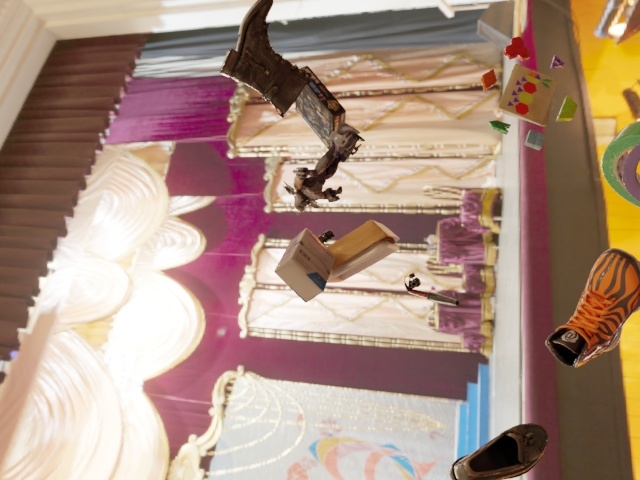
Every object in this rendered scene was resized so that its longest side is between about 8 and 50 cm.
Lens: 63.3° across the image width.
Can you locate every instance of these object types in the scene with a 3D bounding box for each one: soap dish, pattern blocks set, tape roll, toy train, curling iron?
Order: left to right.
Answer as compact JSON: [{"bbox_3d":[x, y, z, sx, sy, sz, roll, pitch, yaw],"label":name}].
[{"bbox_3d":[0.000,0.000,1.835,0.158,0.027,0.036,-37,-79,-50],"label":"toy train"},{"bbox_3d":[0.129,0.040,1.863,0.118,0.290,0.229,61,-164,13],"label":"soap dish"},{"bbox_3d":[0.334,0.160,1.599,0.274,0.035,0.068,-153,47,-67],"label":"curling iron"},{"bbox_3d":[0.609,-0.429,1.523,0.325,0.285,0.026,-56,-8,-17],"label":"pattern blocks set"},{"bbox_3d":[1.013,-0.212,1.543,0.077,0.321,0.321,-46,-31,-16],"label":"tape roll"},{"bbox_3d":[0.905,-0.183,1.369,0.080,0.189,0.189,-11,-77,-57],"label":"tape roll"}]

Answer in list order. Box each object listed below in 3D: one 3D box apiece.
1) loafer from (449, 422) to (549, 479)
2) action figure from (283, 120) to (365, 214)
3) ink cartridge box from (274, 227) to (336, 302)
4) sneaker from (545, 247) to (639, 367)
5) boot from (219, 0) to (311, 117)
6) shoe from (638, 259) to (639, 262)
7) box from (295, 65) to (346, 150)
[{"bbox_3d":[0.411,0.474,1.147,0.096,0.267,0.084,58,152,32],"label":"loafer"},{"bbox_3d":[0.009,-0.191,1.448,0.285,0.099,0.185,-55,-31,5],"label":"action figure"},{"bbox_3d":[-0.044,0.076,1.650,0.148,0.086,0.203,46,-152,-12],"label":"ink cartridge box"},{"bbox_3d":[0.623,0.178,1.184,0.180,0.124,0.321,-26,-52,-25],"label":"sneaker"},{"bbox_3d":[-0.122,-0.492,1.392,0.263,0.229,0.091,-57,23,19],"label":"boot"},{"bbox_3d":[0.914,0.125,1.439,0.063,0.081,0.178,53,-165,-31],"label":"shoe"},{"bbox_3d":[-0.005,-0.410,1.629,0.220,0.051,0.175,54,162,23],"label":"box"}]
